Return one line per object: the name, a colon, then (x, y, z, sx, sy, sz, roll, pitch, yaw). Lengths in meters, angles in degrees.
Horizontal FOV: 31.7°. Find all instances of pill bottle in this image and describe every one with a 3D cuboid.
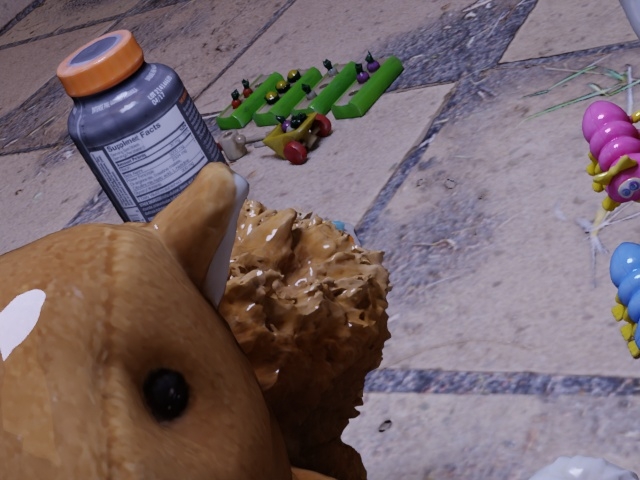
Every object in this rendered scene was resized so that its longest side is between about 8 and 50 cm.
pill bottle: (-0.179, -0.096, 1.187, 0.130, 0.246, 0.130, -21, 28, 12)

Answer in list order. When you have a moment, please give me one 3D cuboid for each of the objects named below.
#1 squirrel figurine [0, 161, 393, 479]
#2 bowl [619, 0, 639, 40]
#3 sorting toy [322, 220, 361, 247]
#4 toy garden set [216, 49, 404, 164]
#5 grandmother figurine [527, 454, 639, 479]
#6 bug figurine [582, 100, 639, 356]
squirrel figurine: (-0.065, 0.134, 0.559, 0.281, 0.370, 0.397, -24, 28, 8)
bowl: (0.389, -0.201, 0.927, 0.298, 0.134, 0.298, -15, 4, 1)
sorting toy: (0.000, 0.000, 1.098, 0.083, 0.045, 0.075, -18, 10, 18)
toy garden set: (-0.048, -0.169, 1.405, 0.244, 0.049, 0.204, 0, 38, 41)
grandmother figurine: (0.228, 0.180, 0.513, 0.208, 0.104, 0.342, -11, 16, -38)
bug figurine: (0.269, -0.055, 0.744, 0.279, 0.072, 0.216, -45, 44, 28)
